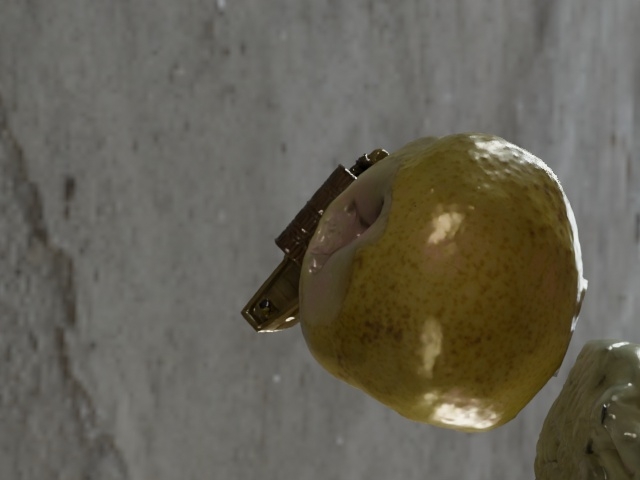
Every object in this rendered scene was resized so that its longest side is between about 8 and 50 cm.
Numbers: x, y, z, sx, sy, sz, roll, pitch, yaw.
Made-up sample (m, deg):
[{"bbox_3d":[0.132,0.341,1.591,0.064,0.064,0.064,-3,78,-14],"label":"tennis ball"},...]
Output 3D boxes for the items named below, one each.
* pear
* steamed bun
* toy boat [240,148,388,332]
[{"bbox_3d":[0.109,0.034,1.470,0.271,0.271,0.271,2,90,-73],"label":"pear"},{"bbox_3d":[0.327,0.274,1.677,0.275,0.206,0.320,-156,-97,-81],"label":"steamed bun"},{"bbox_3d":[0.000,0.000,1.701,0.226,0.068,0.088,-48,140,3],"label":"toy boat"}]
